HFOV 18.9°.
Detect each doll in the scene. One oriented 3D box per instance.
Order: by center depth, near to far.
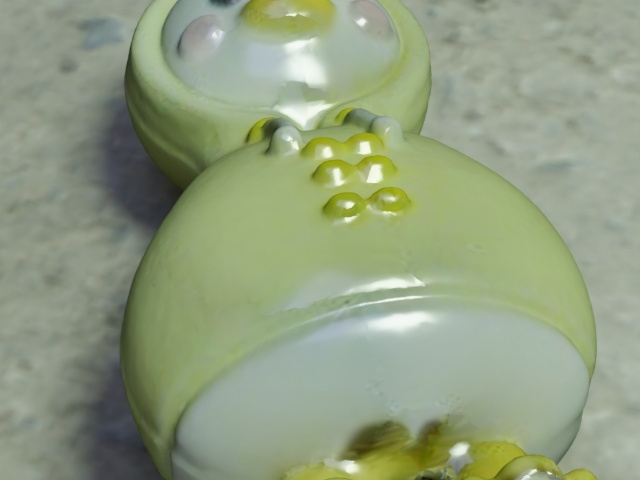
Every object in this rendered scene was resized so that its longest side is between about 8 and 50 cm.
[{"bbox_3d":[-0.001,-0.009,0.605,0.141,0.117,0.296,-11,51,-7],"label":"doll"}]
